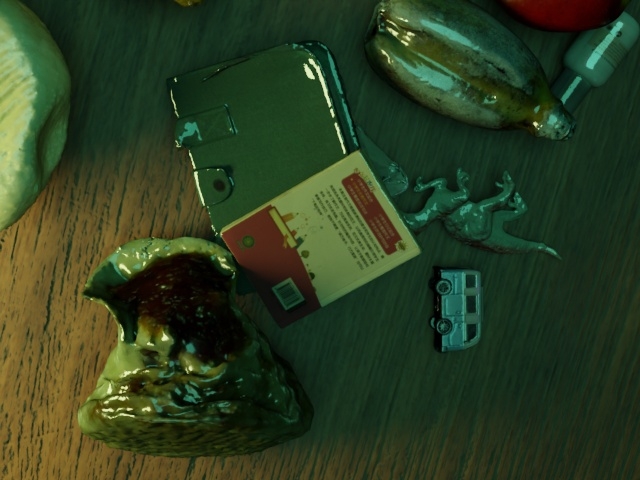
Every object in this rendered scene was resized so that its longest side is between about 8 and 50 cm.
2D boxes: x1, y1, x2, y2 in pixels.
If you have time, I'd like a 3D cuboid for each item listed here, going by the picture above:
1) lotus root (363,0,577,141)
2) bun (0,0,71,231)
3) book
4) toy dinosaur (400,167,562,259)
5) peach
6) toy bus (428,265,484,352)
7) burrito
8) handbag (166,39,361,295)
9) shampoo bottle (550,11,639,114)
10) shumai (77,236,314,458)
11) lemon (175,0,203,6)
[{"bbox_3d":[0.212,-0.238,1.792,0.322,0.140,0.158,29,109,-7],"label":"lotus root"},{"bbox_3d":[-0.501,-0.179,1.707,0.352,0.227,0.349,41,92,-9],"label":"bun"},{"bbox_3d":[0.000,0.000,1.740,0.232,0.022,0.162,-30,99,16],"label":"book"},{"bbox_3d":[0.233,-0.018,1.857,0.242,0.053,0.167,39,97,-19],"label":"toy dinosaur"},{"bbox_3d":[0.323,-0.390,1.760,0.226,0.190,0.196,25,136,18],"label":"peach"},{"bbox_3d":[0.198,0.099,1.863,0.075,0.060,0.123,-1,93,-7],"label":"toy bus"},{"bbox_3d":[0.042,-0.134,1.832,0.203,0.064,0.064,41,92,-6],"label":"burrito"},{"bbox_3d":[-0.061,-0.099,1.784,0.238,0.089,0.326,-15,102,14],"label":"handbag"},{"bbox_3d":[0.373,-0.242,1.835,0.074,0.074,0.192,35,94,-6],"label":"shampoo bottle"},{"bbox_3d":[-0.168,0.140,1.778,0.330,0.292,0.288,4,69,-11],"label":"shumai"},{"bbox_3d":[-0.231,-0.445,1.701,0.236,0.236,0.263,-21,126,-1],"label":"lemon"}]
